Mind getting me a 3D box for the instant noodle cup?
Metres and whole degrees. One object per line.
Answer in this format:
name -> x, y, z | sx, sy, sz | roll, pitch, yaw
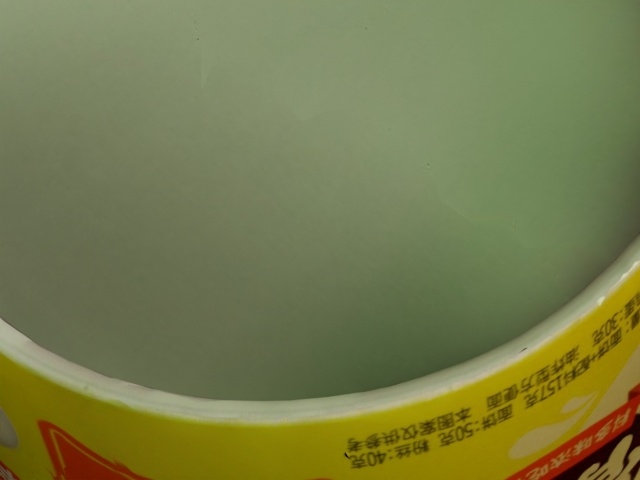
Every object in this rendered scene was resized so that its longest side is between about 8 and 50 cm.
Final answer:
instant noodle cup -> 0.000, 0.000, 0.474 | 0.311, 0.221, 0.311 | -3, 59, 6
